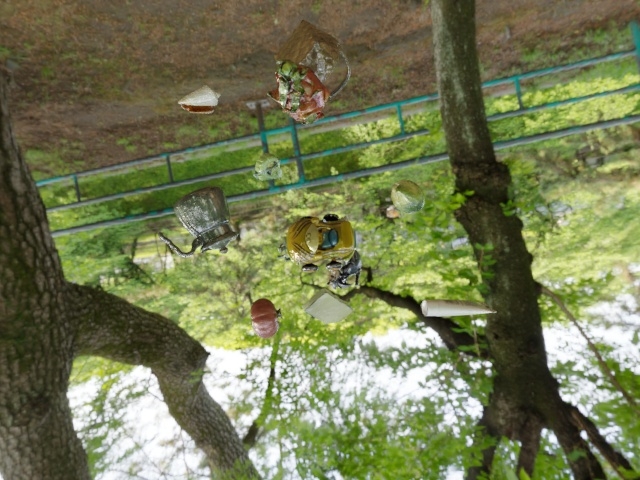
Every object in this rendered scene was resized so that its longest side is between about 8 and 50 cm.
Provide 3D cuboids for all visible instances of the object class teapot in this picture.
[{"bbox_3d":[-0.495,-0.059,1.702,0.224,0.285,0.305,-28,180,36],"label":"teapot"}]

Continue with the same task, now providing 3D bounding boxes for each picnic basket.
[{"bbox_3d":[-0.009,-0.785,1.839,0.293,0.337,0.337,-41,165,25],"label":"picnic basket"}]

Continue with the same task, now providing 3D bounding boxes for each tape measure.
[{"bbox_3d":[-0.334,-0.463,2.523,0.200,0.175,0.106,-18,-141,-43],"label":"tape measure"}]

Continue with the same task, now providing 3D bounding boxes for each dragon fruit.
[{"bbox_3d":[-0.076,-0.494,1.362,0.199,0.200,0.269,-11,-170,15],"label":"dragon fruit"}]

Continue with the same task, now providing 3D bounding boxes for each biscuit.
[{"bbox_3d":[0.039,0.331,1.959,0.150,0.052,0.252,-43,131,10],"label":"biscuit"}]

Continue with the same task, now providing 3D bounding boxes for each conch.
[{"bbox_3d":[-0.515,-0.600,1.727,0.176,0.094,0.104,-36,171,-21],"label":"conch"}]

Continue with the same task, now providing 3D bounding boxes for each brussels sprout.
[{"bbox_3d":[0.366,-0.183,1.670,0.118,0.155,0.155,-28,-176,-17],"label":"brussels sprout"}]

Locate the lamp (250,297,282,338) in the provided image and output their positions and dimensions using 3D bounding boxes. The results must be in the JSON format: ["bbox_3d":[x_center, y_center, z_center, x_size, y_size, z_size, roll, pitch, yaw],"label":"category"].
[{"bbox_3d":[-0.243,0.347,1.800,0.140,0.181,0.182,-11,179,-8],"label":"lamp"}]

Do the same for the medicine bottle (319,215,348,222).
[{"bbox_3d":[0.043,-0.056,1.926,0.192,0.106,0.107,-14,178,11],"label":"medicine bottle"}]

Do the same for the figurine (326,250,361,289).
[{"bbox_3d":[0.131,0.156,2.212,0.175,0.264,0.197,0,155,38],"label":"figurine"}]

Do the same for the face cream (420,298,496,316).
[{"bbox_3d":[0.471,0.231,1.385,0.244,0.058,0.092,1,-167,-8],"label":"face cream"}]

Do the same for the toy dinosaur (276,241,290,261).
[{"bbox_3d":[-0.161,0.059,2.128,0.147,0.076,0.363,-14,-167,-32],"label":"toy dinosaur"}]

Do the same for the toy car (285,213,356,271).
[{"bbox_3d":[0.000,0.000,1.363,0.248,0.200,0.142,-7,167,1],"label":"toy car"}]
